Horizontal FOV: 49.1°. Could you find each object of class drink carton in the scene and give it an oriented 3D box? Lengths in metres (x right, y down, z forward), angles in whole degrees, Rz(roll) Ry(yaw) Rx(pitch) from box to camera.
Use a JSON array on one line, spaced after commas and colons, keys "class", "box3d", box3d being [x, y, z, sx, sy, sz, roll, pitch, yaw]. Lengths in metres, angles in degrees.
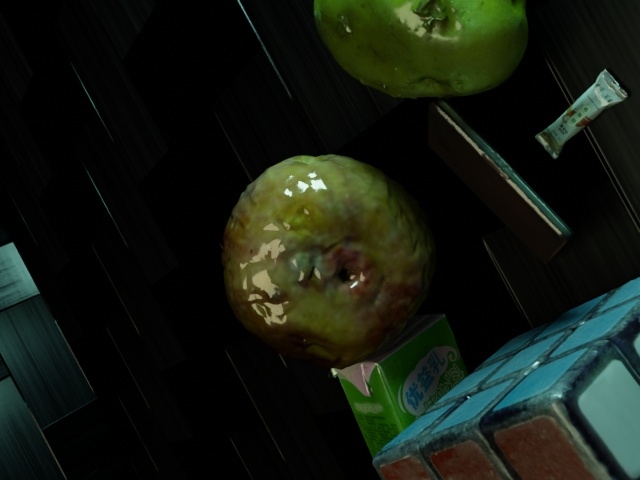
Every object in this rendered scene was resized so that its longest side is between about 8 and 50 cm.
[{"class": "drink carton", "box3d": [0.142, 0.259, 1.014, 0.108, 0.161, 0.271, -13, 101, 52]}]

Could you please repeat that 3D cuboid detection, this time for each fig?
[{"class": "fig", "box3d": [0.000, 0.000, 1.003, 0.368, 0.286, 0.286, -114, 11, -71]}]

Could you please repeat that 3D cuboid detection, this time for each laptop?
[{"class": "laptop", "box3d": [0.199, -0.065, 0.793, 0.207, 0.026, 0.154, 49, 179, 15]}]

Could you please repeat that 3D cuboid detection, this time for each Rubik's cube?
[{"class": "Rubik's cube", "box3d": [0.297, 0.243, 0.716, 0.303, 0.301, 0.305, 57, 141, 6]}]

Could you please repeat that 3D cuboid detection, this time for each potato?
[{"class": "potato", "box3d": [0.108, -0.244, 0.765, 0.253, 0.148, 0.186, 31, 158, 25]}]

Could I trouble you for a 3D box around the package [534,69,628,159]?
[{"class": "package", "box3d": [0.274, -0.131, 0.744, 0.037, 0.015, 0.110, 58, 141, 15]}]
